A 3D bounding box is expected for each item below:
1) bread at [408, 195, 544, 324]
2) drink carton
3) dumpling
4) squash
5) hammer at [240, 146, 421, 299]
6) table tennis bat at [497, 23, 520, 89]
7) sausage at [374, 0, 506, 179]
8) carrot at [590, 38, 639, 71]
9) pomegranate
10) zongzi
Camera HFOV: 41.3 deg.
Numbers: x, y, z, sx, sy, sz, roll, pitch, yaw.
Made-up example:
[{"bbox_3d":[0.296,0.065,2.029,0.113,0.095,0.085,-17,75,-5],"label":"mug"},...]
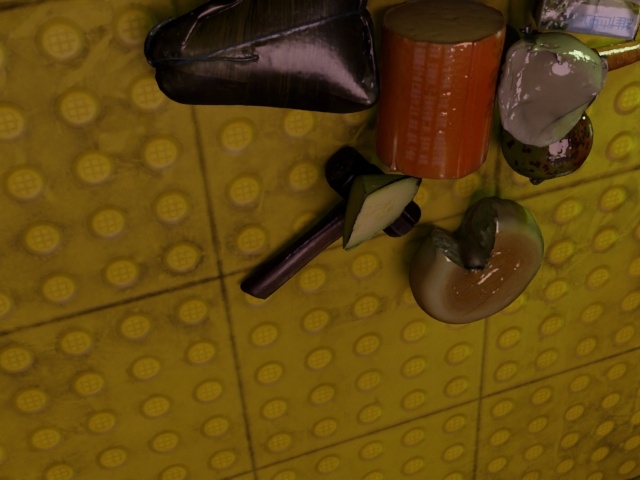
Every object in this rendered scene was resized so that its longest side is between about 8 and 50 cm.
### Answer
[{"bbox_3d":[0.358,0.047,1.979,0.333,0.160,0.333,-11,128,-14],"label":"bread"},{"bbox_3d":[0.530,-0.561,1.599,0.194,0.132,0.324,8,123,2],"label":"drink carton"},{"bbox_3d":[0.434,-0.311,1.653,0.293,0.163,0.204,-1,142,-36],"label":"dumpling"},{"bbox_3d":[0.110,-0.089,1.716,0.184,0.085,0.192,-27,155,-34],"label":"squash"},{"bbox_3d":[0.000,0.000,1.841,0.409,0.095,0.242,-41,130,11],"label":"hammer"},{"bbox_3d":[0.350,-0.343,1.789,0.131,0.022,0.234,-5,123,-21],"label":"table tennis bat"},{"bbox_3d":[0.225,-0.295,1.635,0.233,0.233,0.287,-10,128,-17],"label":"sausage"},{"bbox_3d":[0.682,-0.415,1.857,0.210,0.061,0.061,-18,129,-15],"label":"carrot"},{"bbox_3d":[0.491,-0.247,1.827,0.198,0.198,0.245,28,74,-35],"label":"pomegranate"},{"bbox_3d":[-0.096,-0.439,1.451,0.404,0.208,0.432,0,104,-9],"label":"zongzi"}]
